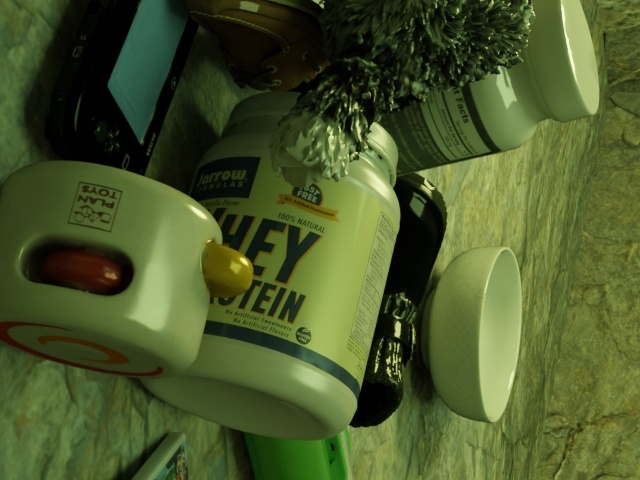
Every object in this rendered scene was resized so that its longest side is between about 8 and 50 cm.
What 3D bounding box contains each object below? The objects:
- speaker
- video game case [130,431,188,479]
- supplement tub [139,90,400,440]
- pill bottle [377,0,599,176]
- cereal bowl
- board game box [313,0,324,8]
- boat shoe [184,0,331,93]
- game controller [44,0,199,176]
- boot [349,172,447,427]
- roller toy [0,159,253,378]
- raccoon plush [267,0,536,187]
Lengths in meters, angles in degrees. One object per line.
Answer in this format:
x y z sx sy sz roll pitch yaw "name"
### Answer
-0.035 0.233 1.395 0.131 0.131 0.296 -56 144 -49 "speaker"
-0.179 0.327 1.163 0.201 0.023 0.183 -49 139 -70 "video game case"
-0.045 0.029 1.192 0.235 0.235 0.324 55 45 -57 "supplement tub"
0.159 -0.202 1.427 0.210 0.363 0.210 38 47 -54 "pill bottle"
0.282 0.173 2.116 0.339 0.141 0.339 5 90 -67 "cereal bowl"
-0.029 -0.363 1.394 0.305 0.053 0.193 -63 148 -42 "board game box"
-0.050 -0.209 1.191 0.307 0.111 0.104 5 101 -63 "boat shoe"
-0.173 -0.193 1.067 0.166 0.067 0.319 57 44 -55 "game controller"
0.088 0.090 1.594 0.348 0.131 0.260 87 21 -49 "boot"
-0.182 0.022 0.918 0.191 0.209 0.146 31 63 -43 "roller toy"
0.079 -0.286 1.067 0.446 0.216 0.299 -64 148 -51 "raccoon plush"
